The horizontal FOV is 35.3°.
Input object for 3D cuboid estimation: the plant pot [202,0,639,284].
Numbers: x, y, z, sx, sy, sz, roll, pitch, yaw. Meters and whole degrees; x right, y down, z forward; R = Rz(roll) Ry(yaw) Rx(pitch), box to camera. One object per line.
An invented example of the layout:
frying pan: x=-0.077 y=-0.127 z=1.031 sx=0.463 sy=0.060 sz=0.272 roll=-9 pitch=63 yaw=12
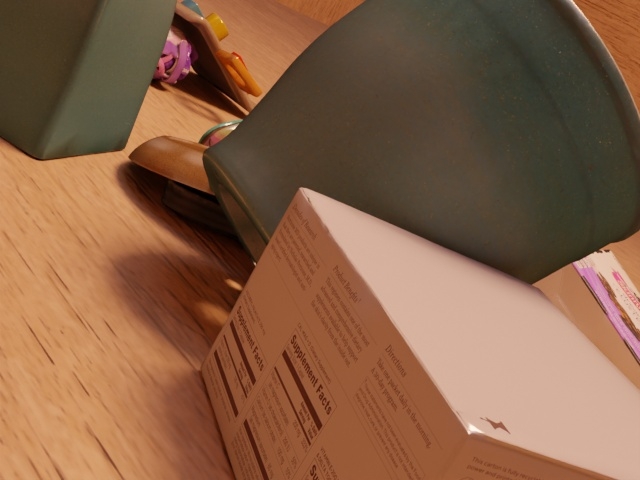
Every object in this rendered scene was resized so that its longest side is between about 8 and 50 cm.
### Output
plant pot: x=0.062 y=-0.051 z=0.767 sx=0.271 sy=0.255 sz=0.271 roll=55 pitch=-10 yaw=15

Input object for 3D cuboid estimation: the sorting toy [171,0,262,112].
sorting toy: x=-0.159 y=-0.278 z=1.420 sx=0.348 sy=0.047 sz=0.196 roll=40 pitch=-11 yaw=45

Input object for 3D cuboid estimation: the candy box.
candy box: x=0.310 y=0.095 z=1.093 sx=0.164 sy=0.070 sz=0.196 roll=59 pitch=24 yaw=15

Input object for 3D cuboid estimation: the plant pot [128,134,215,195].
plant pot: x=-0.065 y=-0.058 z=0.964 sx=0.236 sy=0.032 sz=0.236 roll=19 pitch=6 yaw=-2

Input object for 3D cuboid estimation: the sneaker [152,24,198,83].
sneaker: x=-0.220 y=-0.247 z=1.299 sx=0.104 sy=0.095 sz=0.236 roll=38 pitch=14 yaw=0

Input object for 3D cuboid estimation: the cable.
cable: x=0.000 y=0.000 z=0.927 sx=0.287 sy=0.072 sz=0.139 roll=31 pitch=17 yaw=6

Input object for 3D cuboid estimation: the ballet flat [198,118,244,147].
ballet flat: x=-0.055 y=-0.092 z=1.149 sx=0.079 sy=0.077 sz=0.221 roll=54 pitch=21 yaw=12

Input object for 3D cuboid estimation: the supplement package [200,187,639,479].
supplement package: x=0.073 y=0.112 z=0.567 sx=0.204 sy=0.145 sz=0.262 roll=22 pitch=17 yaw=-26

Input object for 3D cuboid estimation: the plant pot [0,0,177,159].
plant pot: x=-0.228 y=-0.219 z=0.908 sx=0.165 sy=0.234 sz=0.166 roll=32 pitch=15 yaw=9
